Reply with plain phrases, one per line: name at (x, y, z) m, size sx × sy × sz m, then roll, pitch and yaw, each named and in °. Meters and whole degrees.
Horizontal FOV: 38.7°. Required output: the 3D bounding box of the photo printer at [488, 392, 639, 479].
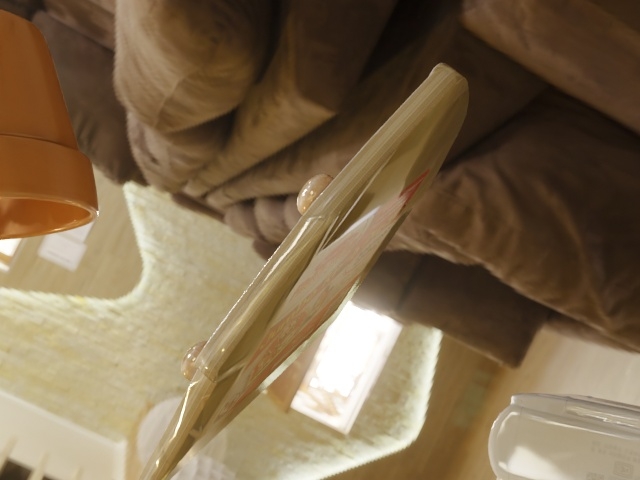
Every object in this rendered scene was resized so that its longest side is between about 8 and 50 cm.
photo printer at (0.325, 0.226, 0.929) m, size 0.255 × 0.107 × 0.307 m, roll 10°, pitch 175°, yaw 23°

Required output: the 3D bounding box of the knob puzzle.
knob puzzle at (0.000, 0.000, 0.390) m, size 0.030 × 0.213 × 0.213 m, roll 39°, pitch 178°, yaw 10°

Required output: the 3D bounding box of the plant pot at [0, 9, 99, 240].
plant pot at (-0.382, -0.116, 0.945) m, size 0.290 × 0.204 × 0.291 m, roll -4°, pitch 173°, yaw 0°
